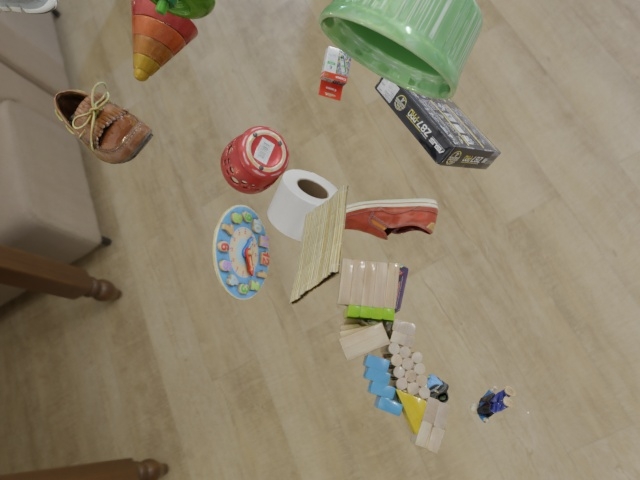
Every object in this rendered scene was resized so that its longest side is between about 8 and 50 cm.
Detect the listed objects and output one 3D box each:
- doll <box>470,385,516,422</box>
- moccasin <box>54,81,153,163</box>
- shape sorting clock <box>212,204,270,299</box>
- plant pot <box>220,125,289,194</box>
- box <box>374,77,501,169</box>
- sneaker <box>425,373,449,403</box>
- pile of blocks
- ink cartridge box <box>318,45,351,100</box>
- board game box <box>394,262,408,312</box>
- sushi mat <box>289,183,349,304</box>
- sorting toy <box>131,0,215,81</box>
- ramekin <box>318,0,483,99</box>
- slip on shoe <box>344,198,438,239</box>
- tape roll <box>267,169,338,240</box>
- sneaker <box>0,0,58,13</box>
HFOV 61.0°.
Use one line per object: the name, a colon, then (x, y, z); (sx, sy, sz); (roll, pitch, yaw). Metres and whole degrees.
doll: (0.545, 0.517, 1.731); (0.046, 0.189, 0.129); (30, 53, -6)
moccasin: (-0.527, -0.288, 1.292); (0.139, 0.147, 0.380); (-48, 48, -8)
shape sorting clock: (-0.166, 0.026, 1.179); (0.040, 0.206, 0.207); (-3, 73, 22)
plant pot: (-0.198, -0.254, 1.708); (0.174, 0.191, 0.191); (-15, 62, 59)
box: (0.408, -0.419, 1.891); (0.395, 0.318, 0.097); (56, 129, 25)
sneaker: (0.322, 0.448, 1.548); (0.078, 0.188, 0.067); (23, 54, 16)
pile of blocks: (0.114, 0.207, 0.995); (0.148, 0.113, 0.363); (-17, 78, -8)
ink cartridge box: (0.035, -0.405, 1.321); (0.062, 0.029, 0.115); (11, 87, -16)
board game box: (0.218, 0.176, 1.783); (0.048, 0.141, 0.171); (29, 125, 37)
sushi mat: (0.000, 0.000, 1.233); (0.151, 0.019, 0.317); (-39, 26, 32)
sorting toy: (-0.246, -0.332, 0.832); (0.365, 0.127, 0.126); (5, 73, 68)
ramekin: (0.161, -0.415, 1.051); (0.303, 0.303, 0.148); (32, 96, 26)
slip on shoe: (0.164, -0.052, 1.526); (0.330, 0.123, 0.102); (-3, 79, 14)
tape roll: (-0.059, -0.130, 2.043); (0.246, 0.246, 0.169); (43, 123, 26)
sneaker: (-0.619, -0.491, 1.001); (0.228, 0.132, 0.086); (-12, 58, -16)
